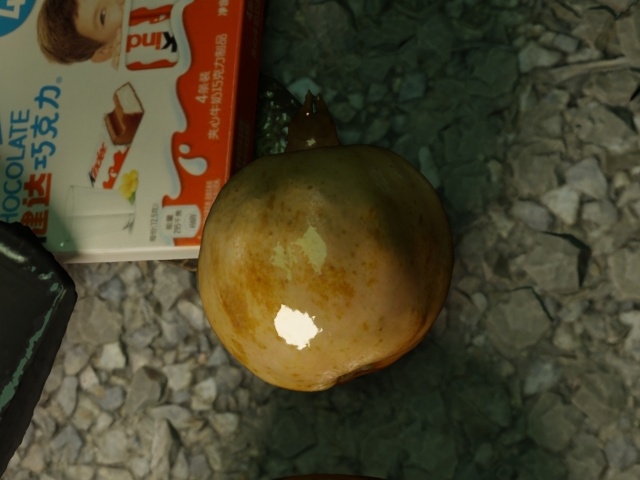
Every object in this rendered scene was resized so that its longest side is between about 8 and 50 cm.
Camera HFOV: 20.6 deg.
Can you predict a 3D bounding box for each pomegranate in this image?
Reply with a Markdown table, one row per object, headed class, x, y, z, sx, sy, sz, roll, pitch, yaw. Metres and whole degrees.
| class | x | y | z | sx | sy | sz | roll | pitch | yaw |
| --- | --- | --- | --- | --- | --- | --- | --- | --- | --- |
| pomegranate | 0.003 | 0.017 | 1.382 | 0.207 | 0.207 | 0.207 | -4 | 76 | 15 |

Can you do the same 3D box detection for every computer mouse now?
| class | x | y | z | sx | sy | sz | roll | pitch | yaw |
| --- | --- | --- | --- | --- | --- | --- | --- | --- | --- |
| computer mouse | -0.317 | 0.117 | 1.505 | 0.168 | 0.087 | 0.295 | 31 | 91 | 21 |

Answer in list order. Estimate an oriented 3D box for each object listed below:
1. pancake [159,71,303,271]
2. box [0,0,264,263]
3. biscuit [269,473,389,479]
| class | x | y | z | sx | sy | sz | roll | pitch | yaw |
| --- | --- | --- | --- | --- | --- | --- | --- | --- | --- |
| pancake | -0.095 | -0.064 | 1.522 | 0.199 | 0.021 | 0.199 | -5 | 74 | 17 |
| box | -0.181 | -0.115 | 1.529 | 0.265 | 0.048 | 0.273 | -4 | 75 | 24 |
| biscuit | -0.001 | 0.377 | 1.338 | 0.350 | 0.070 | 0.394 | -12 | 85 | 8 |
